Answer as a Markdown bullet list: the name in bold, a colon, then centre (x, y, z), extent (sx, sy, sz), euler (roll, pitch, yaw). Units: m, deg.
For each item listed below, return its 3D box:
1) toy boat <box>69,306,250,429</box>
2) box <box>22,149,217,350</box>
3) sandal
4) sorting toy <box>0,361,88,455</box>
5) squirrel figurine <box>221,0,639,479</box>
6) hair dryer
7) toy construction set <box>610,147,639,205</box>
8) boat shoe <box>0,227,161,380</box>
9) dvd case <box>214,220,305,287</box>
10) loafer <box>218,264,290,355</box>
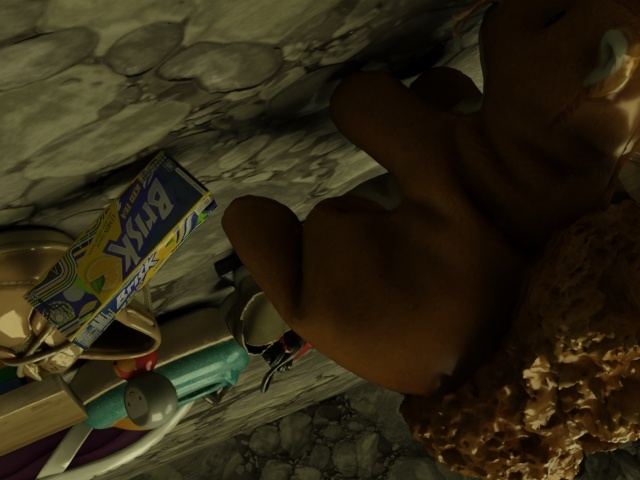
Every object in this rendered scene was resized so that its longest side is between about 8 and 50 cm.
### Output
- **toy boat**: centre (-0.216, 0.183, 1.511), extent (0.267, 0.148, 0.318), euler (-24, 168, -2)
- **box**: centre (-0.165, 0.008, 0.961), extent (0.169, 0.059, 0.054), euler (-48, 170, -9)
- **sandal**: centre (-0.368, 0.275, 1.687), extent (0.416, 0.169, 0.102), euler (-28, 127, -6)
- **sorting toy**: centre (-0.424, 0.207, 1.358), extent (0.257, 0.089, 0.255), euler (-23, 168, -11)
- **squirrel figurine**: centre (0.178, -0.012, 0.938), extent (0.370, 0.397, 0.281), euler (-45, 150, 24)
- **hair dryer**: centre (-0.031, 0.149, 1.716), extent (0.223, 0.080, 0.293), euler (-20, -159, 51)
- **toy construction set**: centre (0.386, -0.111, 1.232), extent (0.309, 0.237, 0.257), euler (-34, 164, 34)
- **boat shoe**: centre (-0.250, 0.065, 1.050), extent (0.121, 0.110, 0.341), euler (-30, 167, 22)
- **dvd case**: centre (0.000, 0.000, 1.458), extent (0.253, 0.022, 0.180), euler (-25, 168, 4)
- **loafer**: centre (-0.059, 0.079, 1.416), extent (0.094, 0.087, 0.251), euler (-20, 166, -20)
